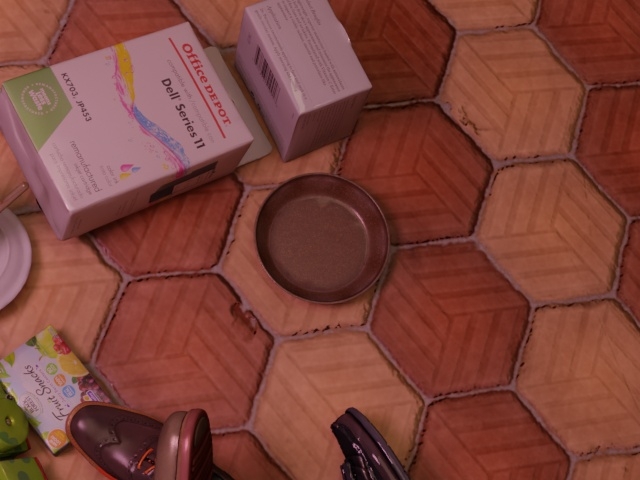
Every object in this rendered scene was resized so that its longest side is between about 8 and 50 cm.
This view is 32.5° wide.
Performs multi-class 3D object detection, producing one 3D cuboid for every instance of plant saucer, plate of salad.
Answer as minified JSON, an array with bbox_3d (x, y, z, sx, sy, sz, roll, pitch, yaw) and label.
[{"bbox_3d":[0.000,0.000,1.582,0.198,0.036,0.198,4,72,-11],"label":"plant saucer"},{"bbox_3d":[-0.489,0.026,1.471,0.200,0.048,0.200,6,60,-10],"label":"plate of salad"}]

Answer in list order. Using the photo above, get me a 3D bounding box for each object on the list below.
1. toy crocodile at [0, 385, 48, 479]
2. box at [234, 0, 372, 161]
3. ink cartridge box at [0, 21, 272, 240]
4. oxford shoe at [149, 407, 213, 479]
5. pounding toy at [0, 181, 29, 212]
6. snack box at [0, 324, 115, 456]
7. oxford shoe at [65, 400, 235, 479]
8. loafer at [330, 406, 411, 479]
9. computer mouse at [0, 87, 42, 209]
[{"bbox_3d":[-0.388,0.299,1.370,0.115,0.105,0.340,-34,73,22],"label":"toy crocodile"},{"bbox_3d":[-0.029,-0.239,1.579,0.119,0.182,0.181,-23,77,-15],"label":"box"},{"bbox_3d":[-0.238,-0.166,1.520,0.353,0.119,0.207,-25,80,-27],"label":"ink cartridge box"},{"bbox_3d":[-0.212,0.346,1.300,0.130,0.123,0.348,17,109,7],"label":"oxford shoe"},{"bbox_3d":[-0.457,-0.027,1.404,0.100,0.130,0.141,39,60,9],"label":"pounding toy"},{"bbox_3d":[-0.352,0.197,1.445,0.100,0.037,0.141,-38,83,-19],"label":"snack box"},{"bbox_3d":[-0.198,0.284,1.399,0.271,0.098,0.097,30,72,-7],"label":"oxford shoe"},{"bbox_3d":[0.090,0.367,1.443,0.095,0.109,0.302,-31,83,-15],"label":"loafer"},{"bbox_3d":[-0.392,-0.134,1.549,0.106,0.042,0.193,-35,87,-15],"label":"computer mouse"}]
